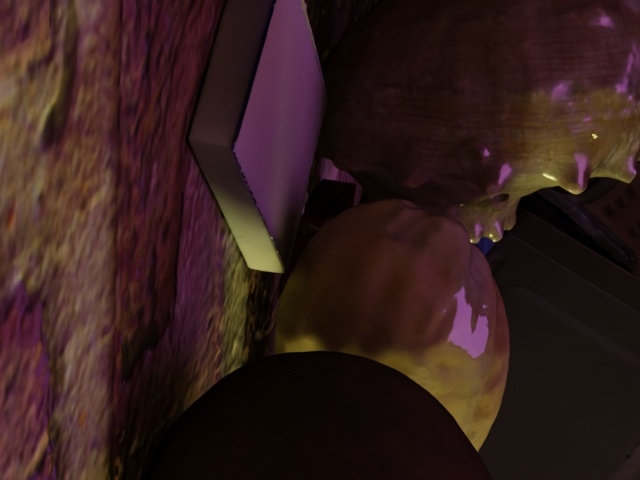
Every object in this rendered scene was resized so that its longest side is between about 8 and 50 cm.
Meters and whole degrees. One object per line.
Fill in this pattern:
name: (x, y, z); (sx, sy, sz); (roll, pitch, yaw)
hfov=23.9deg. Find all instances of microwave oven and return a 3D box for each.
microwave oven: (0.136, 0.194, 1.082); (0.286, 0.218, 0.355); (-46, 154, -20)

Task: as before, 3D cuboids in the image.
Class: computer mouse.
computer mouse: (0.255, 0.019, 1.137); (0.115, 0.389, 0.199); (-43, 145, -9)

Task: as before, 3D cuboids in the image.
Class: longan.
longan: (-0.002, 0.132, 0.638); (0.187, 0.167, 0.167); (-99, -169, -63)

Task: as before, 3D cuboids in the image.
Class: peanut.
peanut: (0.027, 0.109, 0.806); (0.130, 0.130, 0.290); (-59, 163, -62)

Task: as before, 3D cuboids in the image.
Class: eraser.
eraser: (-0.024, -0.059, 0.711); (0.150, 0.023, 0.104); (72, 30, -67)

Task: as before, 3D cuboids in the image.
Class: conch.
conch: (0.117, -0.128, 0.873); (0.324, 0.186, 0.263); (-56, -165, 7)

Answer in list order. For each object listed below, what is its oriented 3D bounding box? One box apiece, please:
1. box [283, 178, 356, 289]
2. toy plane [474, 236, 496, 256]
box: (0.000, 0.000, 0.877); (0.082, 0.023, 0.051); (-52, 149, -67)
toy plane: (0.130, 0.042, 1.344); (0.254, 0.105, 0.271); (84, 20, -50)
